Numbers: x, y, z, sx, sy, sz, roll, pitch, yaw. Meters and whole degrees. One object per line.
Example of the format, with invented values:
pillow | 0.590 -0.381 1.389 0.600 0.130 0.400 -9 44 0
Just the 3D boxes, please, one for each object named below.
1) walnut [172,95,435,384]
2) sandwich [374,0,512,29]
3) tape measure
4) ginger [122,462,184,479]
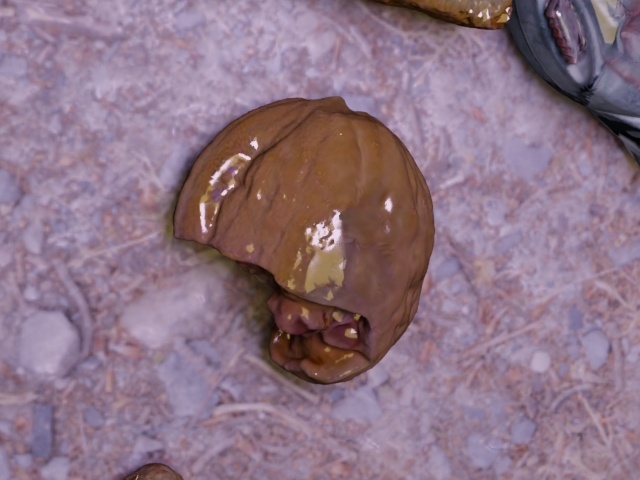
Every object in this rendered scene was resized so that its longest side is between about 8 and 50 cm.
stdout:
walnut | 0.011 -0.004 1.031 0.204 0.141 0.238 -40 110 -8
sandwich | 0.010 -0.318 0.966 0.325 0.131 0.262 8 101 -14
tape measure | 0.290 -0.221 1.047 0.275 0.147 0.256 43 89 -19
ginger | -0.100 0.275 1.092 0.104 0.080 0.204 -35 110 1
